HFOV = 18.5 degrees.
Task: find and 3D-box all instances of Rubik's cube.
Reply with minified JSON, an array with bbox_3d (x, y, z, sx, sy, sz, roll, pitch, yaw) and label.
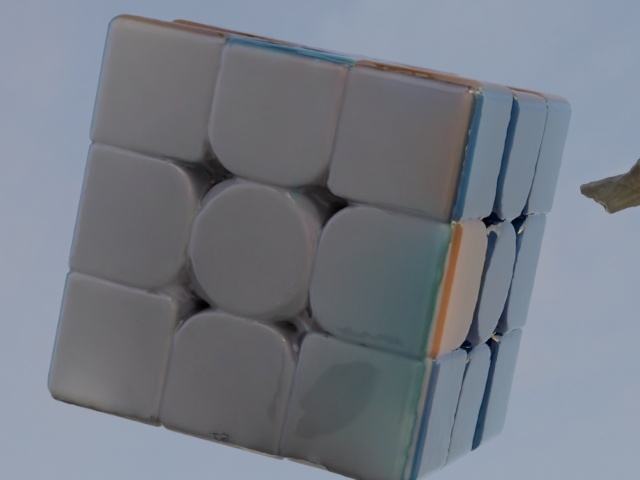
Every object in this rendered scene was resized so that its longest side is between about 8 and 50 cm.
[{"bbox_3d":[0.000,0.000,1.488,0.291,0.290,0.292,13,7,19],"label":"Rubik's cube"}]

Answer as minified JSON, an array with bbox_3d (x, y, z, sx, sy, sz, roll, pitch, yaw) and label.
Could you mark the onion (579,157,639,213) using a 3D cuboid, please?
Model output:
[{"bbox_3d":[0.208,-0.023,0.780,0.177,0.177,0.153,-29,-33,17],"label":"onion"}]
